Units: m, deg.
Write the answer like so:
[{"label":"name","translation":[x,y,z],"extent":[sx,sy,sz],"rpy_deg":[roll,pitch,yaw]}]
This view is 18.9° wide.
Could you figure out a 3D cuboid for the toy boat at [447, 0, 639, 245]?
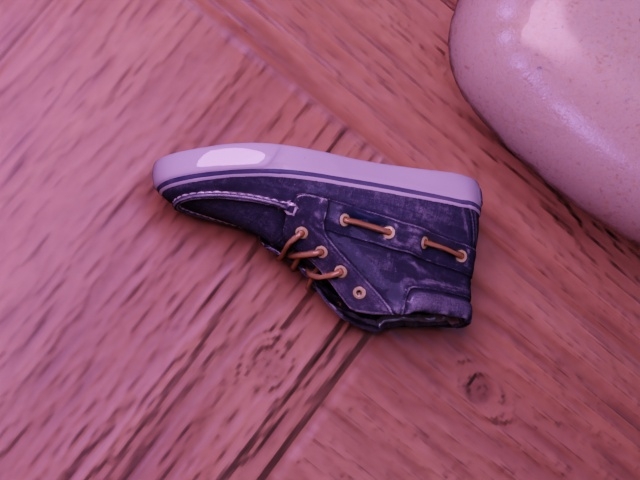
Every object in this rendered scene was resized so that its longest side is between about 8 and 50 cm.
[{"label":"toy boat","translation":[0.238,-0.137,1.089],"extent":[0.267,0.148,0.318],"rpy_deg":[36,79,0]}]

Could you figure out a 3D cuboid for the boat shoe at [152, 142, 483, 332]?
[{"label":"boat shoe","translation":[0.000,0.000,1.020],"extent":[0.183,0.065,0.083],"rpy_deg":[6,75,-15]}]
